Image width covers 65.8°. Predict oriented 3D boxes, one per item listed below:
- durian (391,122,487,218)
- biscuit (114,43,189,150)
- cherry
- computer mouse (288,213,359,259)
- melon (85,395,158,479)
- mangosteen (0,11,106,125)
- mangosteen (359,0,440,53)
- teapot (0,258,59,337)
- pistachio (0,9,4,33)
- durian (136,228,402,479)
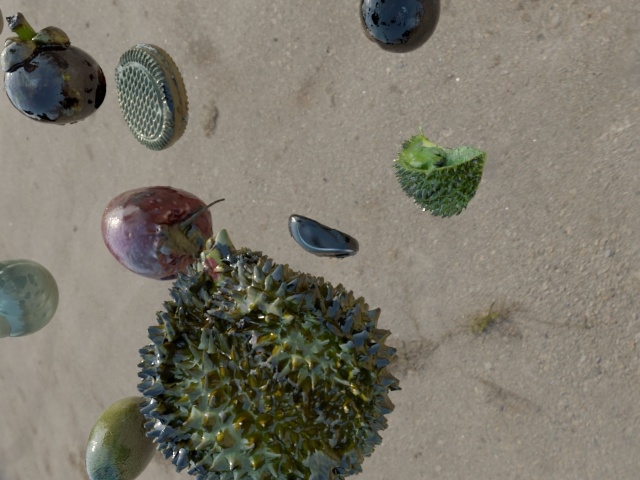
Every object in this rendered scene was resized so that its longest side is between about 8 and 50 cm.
[{"bbox_3d":[0.274,-0.162,1.187,0.157,0.169,0.355,45,-175,-26],"label":"durian"},{"bbox_3d":[-0.407,-0.341,1.186,0.259,0.079,0.259,19,121,35],"label":"biscuit"},{"bbox_3d":[-0.323,-0.025,0.957,0.250,0.192,0.175,21,150,24],"label":"cherry"},{"bbox_3d":[0.000,0.000,1.474,0.233,0.137,0.096,24,89,15],"label":"computer mouse"},{"bbox_3d":[-0.290,0.295,0.730,0.162,0.099,0.099,-113,16,-76],"label":"melon"},{"bbox_3d":[-0.538,-0.340,0.985,0.192,0.192,0.217,16,130,39],"label":"mangosteen"},{"bbox_3d":[0.196,-0.585,1.275,0.250,0.211,0.211,-111,11,-80],"label":"mangosteen"},{"bbox_3d":[-0.770,0.185,1.227,0.149,0.220,0.318,-40,52,46],"label":"teapot"},{"bbox_3d":[-0.916,-0.578,1.246,0.153,0.238,0.137,43,111,5],"label":"pistachio"},{"bbox_3d":[-0.061,0.135,0.540,0.293,0.258,0.258,30,125,10],"label":"durian"}]
